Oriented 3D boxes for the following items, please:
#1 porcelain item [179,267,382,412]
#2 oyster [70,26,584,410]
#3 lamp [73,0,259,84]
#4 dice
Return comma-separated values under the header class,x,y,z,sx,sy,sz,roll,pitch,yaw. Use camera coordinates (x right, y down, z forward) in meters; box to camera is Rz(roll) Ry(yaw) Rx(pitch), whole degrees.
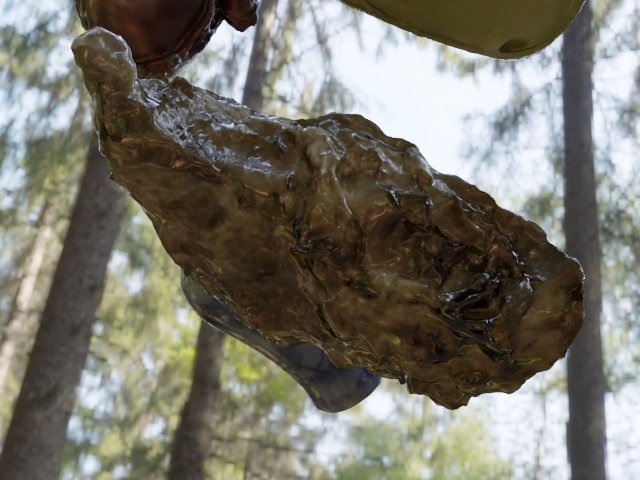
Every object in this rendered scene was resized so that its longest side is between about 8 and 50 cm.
class,x,y,z,sx,sy,sz,roll,pitch,yaw
porcelain item,-0.041,0.057,1.335,0.141,0.141,0.259,-23,-58,29
oyster,-0.018,0.013,0.962,0.396,0.111,0.204,28,-53,9
lamp,-0.177,-0.261,1.478,0.223,0.215,0.151,-20,-34,-24
dice,0.116,-0.306,1.184,0.233,0.227,0.238,17,-71,-18
